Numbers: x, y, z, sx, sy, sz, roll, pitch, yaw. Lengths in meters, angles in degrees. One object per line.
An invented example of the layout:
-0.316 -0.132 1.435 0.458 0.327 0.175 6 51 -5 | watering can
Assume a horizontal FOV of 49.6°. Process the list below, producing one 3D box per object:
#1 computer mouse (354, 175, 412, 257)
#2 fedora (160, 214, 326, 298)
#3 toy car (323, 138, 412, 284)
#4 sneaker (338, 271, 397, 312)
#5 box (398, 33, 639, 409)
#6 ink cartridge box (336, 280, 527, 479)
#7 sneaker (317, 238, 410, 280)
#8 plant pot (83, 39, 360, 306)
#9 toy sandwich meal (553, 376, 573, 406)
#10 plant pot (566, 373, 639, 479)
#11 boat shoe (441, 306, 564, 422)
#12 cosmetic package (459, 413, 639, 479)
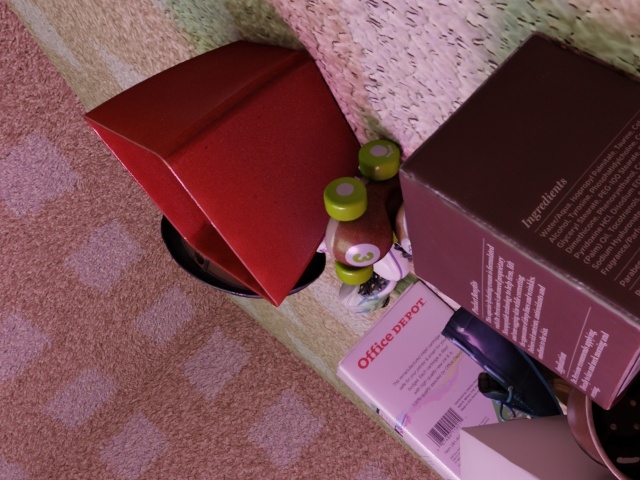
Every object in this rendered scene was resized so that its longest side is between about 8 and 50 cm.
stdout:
0.080 -0.045 1.018 0.193 0.042 0.106 40 170 -5 | computer mouse
-0.131 -0.047 1.283 0.334 0.334 0.153 37 130 27 | fedora
0.115 -0.009 0.854 0.188 0.149 0.155 24 147 26 | toy car
0.100 0.085 1.262 0.086 0.085 0.237 20 164 -8 | sneaker
0.194 -0.014 0.538 0.203 0.167 0.168 37 164 27 | box
0.191 0.238 1.161 0.278 0.201 0.117 43 166 10 | ink cartridge box
0.000 0.000 1.121 0.282 0.161 0.102 41 163 11 | sneaker
-0.105 -0.119 0.930 0.267 0.236 0.267 29 158 49 | plant pot
0.368 0.221 0.986 0.085 0.029 0.085 39 166 11 | toy sandwich meal
0.339 0.181 0.719 0.167 0.167 0.165 41 172 15 | plant pot
0.270 0.201 1.048 0.258 0.089 0.109 51 177 -9 | boat shoe
0.334 0.335 0.824 0.365 0.196 0.155 -173 81 -75 | cosmetic package
